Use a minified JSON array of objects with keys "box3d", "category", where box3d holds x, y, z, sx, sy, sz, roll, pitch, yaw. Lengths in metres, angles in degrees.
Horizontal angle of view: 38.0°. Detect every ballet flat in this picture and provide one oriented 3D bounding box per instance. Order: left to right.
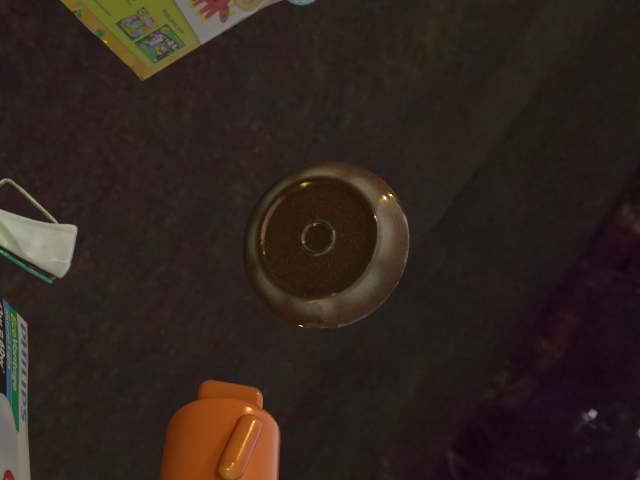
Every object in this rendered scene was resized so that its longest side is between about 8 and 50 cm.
[{"box3d":[-0.610,-0.068,1.633,0.139,0.400,0.139,-58,-171,15],"category":"ballet flat"}]

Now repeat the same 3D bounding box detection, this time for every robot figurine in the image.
[{"box3d":[-0.107,0.254,0.976,0.158,0.128,0.219,-25,-139,26],"category":"robot figurine"}]

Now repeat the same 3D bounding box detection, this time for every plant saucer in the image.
[{"box3d":[0.000,0.000,1.052,0.198,0.199,0.036,-57,161,-4],"category":"plant saucer"}]

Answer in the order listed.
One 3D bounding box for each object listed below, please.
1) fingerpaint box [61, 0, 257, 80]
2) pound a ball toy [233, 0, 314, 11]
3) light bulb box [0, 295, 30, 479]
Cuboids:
[{"box3d":[-0.251,-0.495,1.486,0.371,0.163,0.445,-30,161,6],"category":"fingerpaint box"},{"box3d":[0.015,-0.369,1.156,0.319,0.135,0.208,-30,-176,-33],"category":"pound a ball toy"},{"box3d":[-0.546,0.229,1.235,0.361,0.225,0.357,86,-6,-66],"category":"light bulb box"}]
